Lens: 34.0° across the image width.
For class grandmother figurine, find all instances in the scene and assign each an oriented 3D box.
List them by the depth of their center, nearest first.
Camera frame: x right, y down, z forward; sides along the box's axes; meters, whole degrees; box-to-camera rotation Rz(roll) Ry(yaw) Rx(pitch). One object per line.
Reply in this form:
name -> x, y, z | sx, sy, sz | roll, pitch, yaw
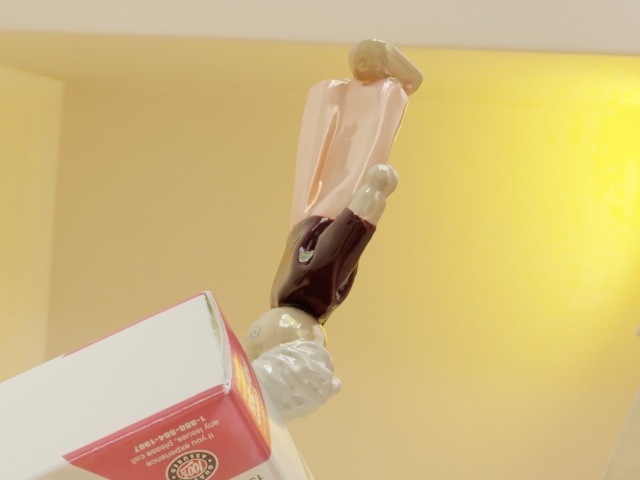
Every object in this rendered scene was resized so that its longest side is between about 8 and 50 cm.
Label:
grandmother figurine -> 0.000, 0.000, 0.911 | 0.208, 0.104, 0.342 | 114, 174, -60

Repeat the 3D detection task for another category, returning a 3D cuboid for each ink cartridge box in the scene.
ink cartridge box -> -0.104, 0.205, 0.728 | 0.117, 0.207, 0.283 | -115, 0, -57

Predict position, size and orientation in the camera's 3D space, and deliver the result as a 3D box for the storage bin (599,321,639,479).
storage bin -> 0.313, 0.165, 0.519 | 0.260, 0.262, 0.123 | 20, -86, -33
